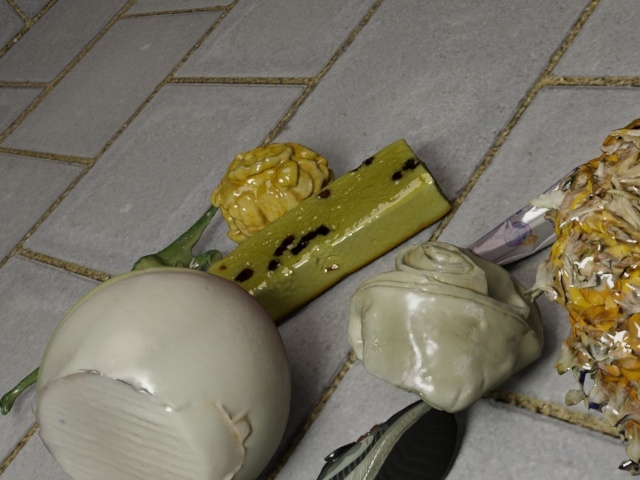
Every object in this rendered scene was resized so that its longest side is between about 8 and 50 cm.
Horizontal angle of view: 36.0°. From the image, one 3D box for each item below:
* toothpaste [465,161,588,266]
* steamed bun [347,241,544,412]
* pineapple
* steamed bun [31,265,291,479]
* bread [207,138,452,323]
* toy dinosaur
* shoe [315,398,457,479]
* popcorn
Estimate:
[{"bbox_3d":[0.271,-0.026,1.204,0.301,0.048,0.075,-32,39,12],"label":"toothpaste"},{"bbox_3d":[0.129,0.070,1.071,0.218,0.144,0.211,-18,27,-34],"label":"steamed bun"},{"bbox_3d":[0.352,0.046,0.837,0.352,0.300,0.352,-30,32,21],"label":"pineapple"},{"bbox_3d":[-0.166,0.159,1.184,0.309,0.309,0.309,-24,37,19],"label":"steamed bun"},{"bbox_3d":[0.001,0.000,1.383,0.361,0.077,0.138,-33,35,7],"label":"bread"},{"bbox_3d":[-0.308,0.092,1.563,0.300,0.087,0.447,-11,40,43],"label":"toy dinosaur"},{"bbox_3d":[0.046,0.250,1.044,0.227,0.099,0.112,-49,28,-16],"label":"shoe"},{"bbox_3d":[-0.084,-0.075,1.499,0.194,0.140,0.163,6,48,48],"label":"popcorn"}]
